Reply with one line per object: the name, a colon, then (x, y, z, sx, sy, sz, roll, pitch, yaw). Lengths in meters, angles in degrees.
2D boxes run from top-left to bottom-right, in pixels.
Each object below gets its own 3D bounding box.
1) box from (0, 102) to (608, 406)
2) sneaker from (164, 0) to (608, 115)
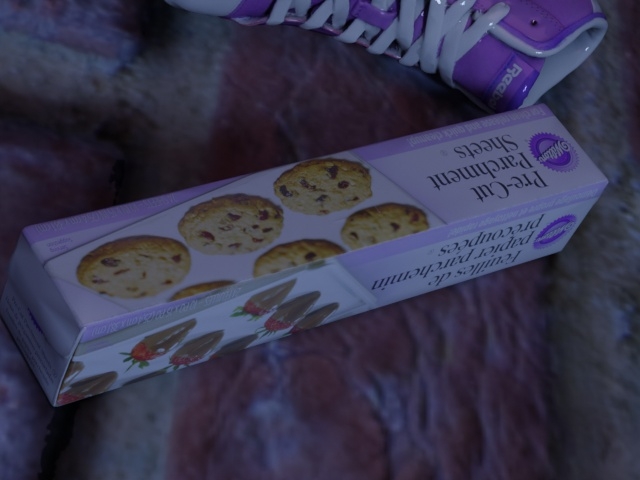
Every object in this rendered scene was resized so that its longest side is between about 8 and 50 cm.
box: (0.000, 0.000, 0.864, 0.324, 0.063, 0.067, -14, 58, -33)
sneaker: (0.048, -0.139, 0.990, 0.282, 0.102, 0.161, -10, 58, -31)
